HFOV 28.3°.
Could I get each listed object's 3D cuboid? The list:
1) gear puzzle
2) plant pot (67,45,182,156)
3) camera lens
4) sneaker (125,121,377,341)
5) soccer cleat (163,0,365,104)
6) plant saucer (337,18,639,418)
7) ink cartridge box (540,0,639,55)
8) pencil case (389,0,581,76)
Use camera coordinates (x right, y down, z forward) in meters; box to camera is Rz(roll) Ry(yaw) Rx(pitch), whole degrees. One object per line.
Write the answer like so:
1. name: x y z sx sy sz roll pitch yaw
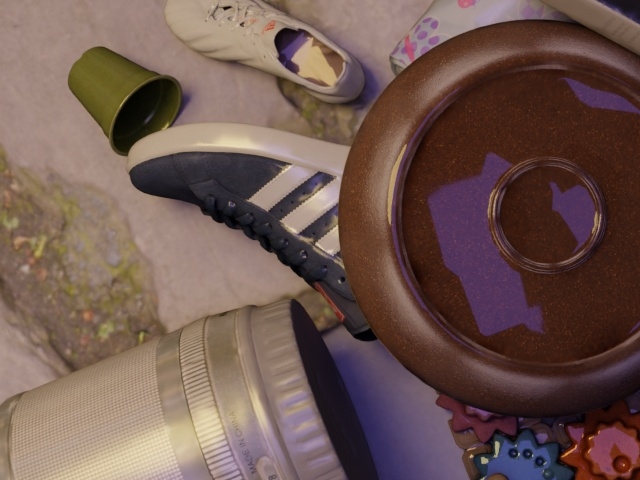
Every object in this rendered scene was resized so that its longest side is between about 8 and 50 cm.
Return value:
1. gear puzzle: 0.269 0.121 1.029 0.339 0.044 0.175 -21 81 6
2. plant pot: -0.179 -0.130 1.117 0.079 0.083 0.083 39 90 22
3. camera lens: -0.110 0.186 0.992 0.274 0.219 0.219 -22 81 6
4. sneaker: 0.000 0.000 1.041 0.350 0.131 0.148 9 81 10
5. soccer cleat: -0.050 -0.177 1.097 0.196 0.076 0.068 25 88 11
6. plant saucer: 0.169 -0.018 0.962 0.310 0.050 0.311 0 88 -2
7. ink cartridge box: 0.322 -0.197 0.948 0.371 0.069 0.176 29 84 -1
8. pencil case: 0.178 -0.208 1.048 0.273 0.124 0.113 -49 38 0
